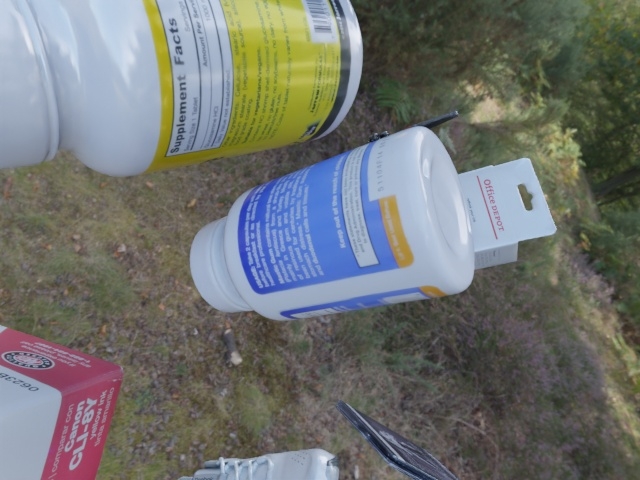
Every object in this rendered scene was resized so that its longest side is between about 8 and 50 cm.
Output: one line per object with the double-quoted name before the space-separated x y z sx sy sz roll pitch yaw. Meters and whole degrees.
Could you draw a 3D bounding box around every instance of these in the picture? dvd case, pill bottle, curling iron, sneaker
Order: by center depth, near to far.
"pill bottle" -0.133 -0.164 0.395 0.334 0.188 0.187 -22 83 -40
"pill bottle" 0.000 0.000 0.439 0.152 0.272 0.152 29 54 -50
"sneaker" -0.095 0.335 0.553 0.129 0.297 0.111 40 32 -16
"dvd case" 0.139 0.330 0.651 0.221 0.165 0.018 38 81 -21
"curling iron" 0.271 -0.328 1.278 0.068 0.274 0.035 -12 89 -71

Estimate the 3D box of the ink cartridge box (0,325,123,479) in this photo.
"ink cartridge box" -0.370 0.151 0.264 0.385 0.280 0.160 31 75 -81

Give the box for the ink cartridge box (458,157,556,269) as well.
"ink cartridge box" 0.165 -0.019 0.510 0.061 0.182 0.104 48 33 -58
